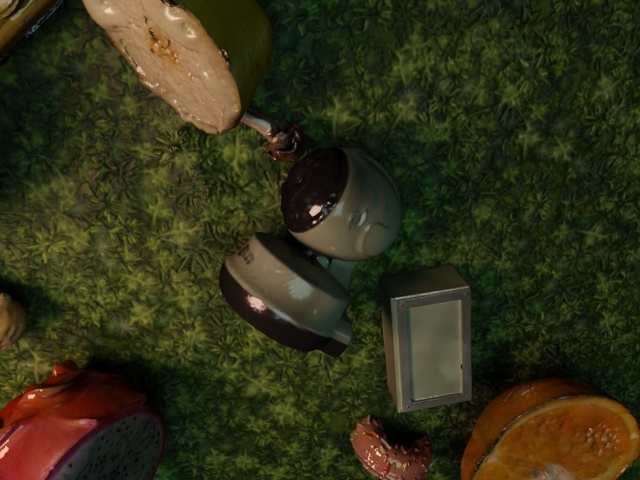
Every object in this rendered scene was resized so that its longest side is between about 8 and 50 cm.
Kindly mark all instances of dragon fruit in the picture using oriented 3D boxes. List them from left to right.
[{"bbox_3d":[-0.386,0.320,0.887,0.189,0.291,0.290,22,111,20],"label":"dragon fruit"}]

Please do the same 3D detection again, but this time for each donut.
[{"bbox_3d":[0.137,0.385,1.068,0.166,0.117,0.065,16,113,-16],"label":"donut"}]

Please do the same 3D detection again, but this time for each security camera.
[{"bbox_3d":[0.000,0.000,0.853,0.191,0.197,0.277,32,97,-30],"label":"security camera"}]

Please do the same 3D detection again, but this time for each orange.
[{"bbox_3d":[0.390,0.372,1.034,0.274,0.274,0.310,14,144,-14],"label":"orange"}]

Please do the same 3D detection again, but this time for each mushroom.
[{"bbox_3d":[-0.105,-0.168,0.842,0.187,0.061,0.060,27,112,-7],"label":"mushroom"}]

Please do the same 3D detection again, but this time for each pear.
[{"bbox_3d":[-0.152,-0.281,0.725,0.267,0.267,0.178,47,66,-22],"label":"pear"}]

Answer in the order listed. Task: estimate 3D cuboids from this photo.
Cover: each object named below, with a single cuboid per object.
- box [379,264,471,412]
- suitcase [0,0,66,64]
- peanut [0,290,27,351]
[{"bbox_3d":[0.178,0.168,1.001,0.130,0.086,0.225,-9,114,-5],"label":"box"},{"bbox_3d":[-0.416,-0.304,0.678,0.235,0.143,0.194,-41,112,8],"label":"suitcase"},{"bbox_3d":[-0.559,0.105,0.849,0.263,0.101,0.117,2,87,-7],"label":"peanut"}]
